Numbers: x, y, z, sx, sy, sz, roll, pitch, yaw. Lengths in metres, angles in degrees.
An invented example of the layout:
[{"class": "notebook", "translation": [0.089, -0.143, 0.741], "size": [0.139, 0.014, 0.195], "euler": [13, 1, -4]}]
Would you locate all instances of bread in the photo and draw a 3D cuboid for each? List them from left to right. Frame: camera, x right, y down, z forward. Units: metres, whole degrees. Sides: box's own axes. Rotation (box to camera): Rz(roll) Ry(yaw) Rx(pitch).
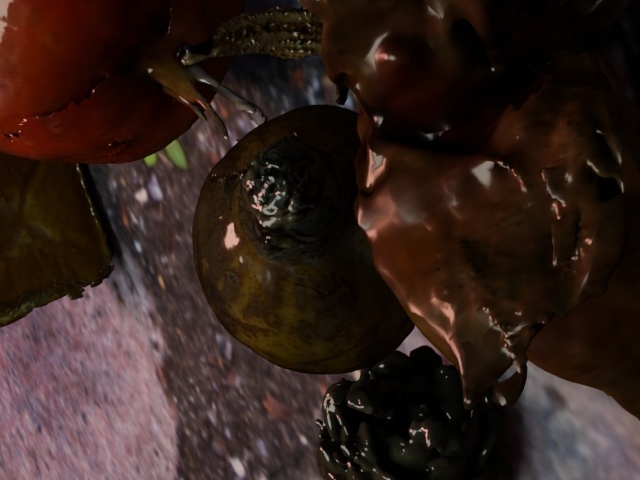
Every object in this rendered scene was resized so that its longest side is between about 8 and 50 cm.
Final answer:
[{"class": "bread", "translation": [-0.220, -0.012, 1.081], "size": [0.069, 0.128, 0.140], "euler": [-24, 89, 55]}]

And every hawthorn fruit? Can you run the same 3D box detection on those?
[{"class": "hawthorn fruit", "translation": [-0.126, -0.129, 0.804], "size": [0.299, 0.211, 0.211], "euler": [34, 137, 28]}]

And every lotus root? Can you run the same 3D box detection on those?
[{"class": "lotus root", "translation": [0.000, 0.000, 0.719], "size": [0.120, 0.120, 0.209], "euler": [56, -177, 19]}]

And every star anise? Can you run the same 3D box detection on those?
[{"class": "star anise", "translation": [0.072, -0.074, 0.568], "size": [0.237, 0.148, 0.346], "euler": [-79, -15, -62]}]

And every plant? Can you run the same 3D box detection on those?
[{"class": "plant", "translation": [0.045, 0.118, 0.796], "size": [0.094, 0.092, 0.143], "euler": [53, 155, 35]}]

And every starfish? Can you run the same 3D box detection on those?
[{"class": "starfish", "translation": [-0.002, -0.104, 0.716], "size": [0.041, 0.130, 0.133], "euler": [-41, -65, -82]}]
